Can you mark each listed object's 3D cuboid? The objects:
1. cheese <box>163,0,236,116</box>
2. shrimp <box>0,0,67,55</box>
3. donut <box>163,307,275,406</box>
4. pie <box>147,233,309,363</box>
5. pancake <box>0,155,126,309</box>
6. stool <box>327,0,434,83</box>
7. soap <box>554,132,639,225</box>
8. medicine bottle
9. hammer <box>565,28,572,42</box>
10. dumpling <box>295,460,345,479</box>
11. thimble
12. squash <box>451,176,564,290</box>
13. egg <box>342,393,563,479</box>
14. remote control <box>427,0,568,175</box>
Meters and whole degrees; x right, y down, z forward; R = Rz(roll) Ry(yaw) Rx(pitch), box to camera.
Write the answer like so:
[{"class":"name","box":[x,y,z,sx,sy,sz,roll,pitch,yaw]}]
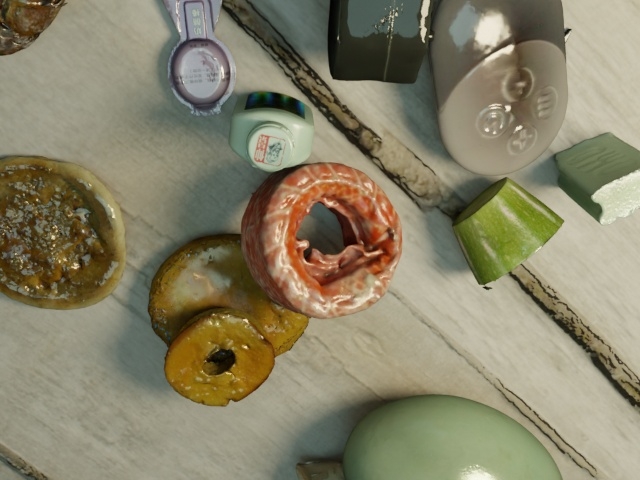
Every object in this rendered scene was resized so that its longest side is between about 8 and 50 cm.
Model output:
[{"class":"cheese","box":[-0.183,-0.282,1.302,0.105,0.042,0.191,-3,109,-2]},{"class":"shrimp","box":[-0.403,-0.412,1.212,0.145,0.116,0.343,28,104,-36]},{"class":"donut","box":[-0.164,0.183,1.389,0.178,0.065,0.162,-29,115,10]},{"class":"pie","box":[-0.149,0.107,1.425,0.273,0.069,0.273,0,109,0]},{"class":"pancake","box":[-0.444,-0.007,1.388,0.282,0.049,0.282,0,108,1]},{"class":"stool","box":[0.084,-0.336,1.203,0.141,0.232,0.232,4,109,-1]},{"class":"soap","box":[0.435,-0.098,1.307,0.114,0.198,0.063,-23,110,4]},{"class":"medicine bottle","box":[-0.071,-0.159,1.251,0.121,0.229,0.083,9,108,-5]},{"class":"hammer","box":[0.293,-0.348,1.312,0.199,0.013,0.062,32,105,-13]},{"class":"dumpling","box":[0.037,0.465,1.527,0.199,0.136,0.118,30,99,-22]},{"class":"thimble","box":[0.000,0.000,1.308,0.239,0.162,0.239,1,87,-20]},{"class":"squash","box":[0.287,-0.014,1.357,0.170,0.170,0.123,-41,94,12]},{"class":"egg","box":[0.224,0.402,1.433,0.389,0.276,0.276,19,108,-8]},{"class":"remote control","box":[0.267,-0.251,1.278,0.221,0.103,0.332,-21,118,-15]}]
